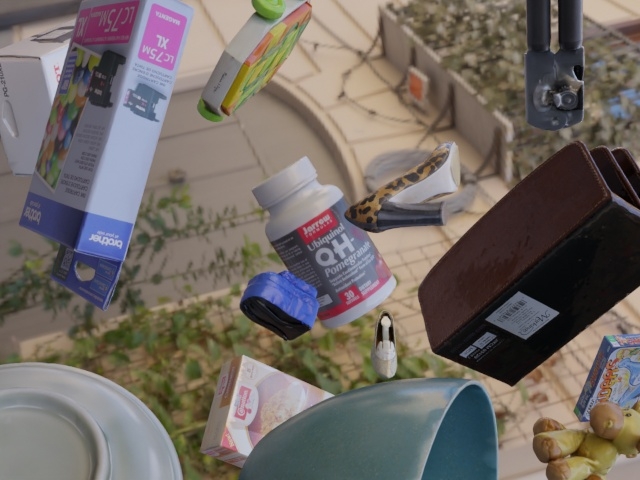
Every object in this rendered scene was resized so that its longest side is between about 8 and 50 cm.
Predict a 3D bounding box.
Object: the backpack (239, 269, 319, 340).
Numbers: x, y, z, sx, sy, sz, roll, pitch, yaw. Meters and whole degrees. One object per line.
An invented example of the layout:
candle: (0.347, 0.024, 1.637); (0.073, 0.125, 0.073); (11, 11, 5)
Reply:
backpack: (-0.074, 0.104, 1.464); (0.098, 0.120, 0.101); (-41, -154, 49)

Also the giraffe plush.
giraffe plush: (0.507, 0.361, 1.519); (0.170, 0.210, 0.181); (-51, -146, 28)

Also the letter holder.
letter holder: (0.275, 0.004, 1.113); (0.302, 0.152, 0.215); (-47, -146, 30)

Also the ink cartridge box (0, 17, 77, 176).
ink cartridge box: (-0.346, -0.210, 1.213); (0.237, 0.100, 0.172); (-51, 142, -55)

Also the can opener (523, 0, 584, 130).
can opener: (0.299, -0.277, 1.091); (0.095, 0.075, 0.284); (-64, 150, -55)

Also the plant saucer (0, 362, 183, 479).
plant saucer: (-0.360, 0.288, 1.004); (0.101, 0.400, 0.401); (105, -28, -45)

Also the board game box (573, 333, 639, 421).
board game box: (0.597, 0.273, 1.693); (0.035, 0.136, 0.201); (-112, -154, -53)

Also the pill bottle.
pill bottle: (0.000, 0.000, 1.697); (0.319, 0.176, 0.176); (58, -9, -7)

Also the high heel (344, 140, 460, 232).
high heel: (0.154, -0.109, 1.555); (0.261, 0.186, 0.093); (-65, 147, -49)

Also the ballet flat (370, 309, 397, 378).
ballet flat: (0.136, 0.218, 1.828); (0.168, 0.057, 0.052); (-90, -177, -48)

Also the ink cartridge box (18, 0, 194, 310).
ink cartridge box: (-0.234, -0.098, 0.884); (0.185, 0.065, 0.311); (15, -88, 54)

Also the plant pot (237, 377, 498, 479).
plant pot: (0.033, 0.261, 0.788); (0.290, 0.195, 0.291); (-17, 109, -62)

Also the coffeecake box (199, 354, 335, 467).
coffeecake box: (-0.072, 0.276, 1.282); (0.068, 0.185, 0.142); (-30, -141, 49)

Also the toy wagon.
toy wagon: (-0.095, -0.361, 1.543); (0.068, 0.344, 0.267); (38, -48, 0)
